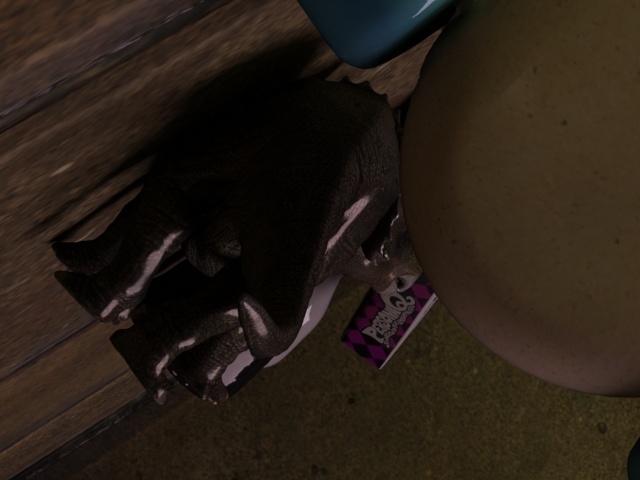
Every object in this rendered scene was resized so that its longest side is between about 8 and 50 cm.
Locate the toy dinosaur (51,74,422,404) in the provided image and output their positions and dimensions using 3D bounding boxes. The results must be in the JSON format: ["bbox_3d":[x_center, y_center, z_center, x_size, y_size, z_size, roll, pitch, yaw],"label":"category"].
[{"bbox_3d":[-0.022,-0.015,0.716,0.160,0.121,0.313,-46,172,0],"label":"toy dinosaur"}]

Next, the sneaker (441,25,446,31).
[{"bbox_3d":[0.159,-0.132,0.798,0.295,0.109,0.123,-31,157,-45],"label":"sneaker"}]

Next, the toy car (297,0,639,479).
[{"bbox_3d":[0.147,-0.057,0.572,0.210,0.219,0.238,-35,178,25],"label":"toy car"}]

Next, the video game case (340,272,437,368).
[{"bbox_3d":[0.119,-0.044,1.209,0.232,0.042,0.210,-47,172,-47],"label":"video game case"}]

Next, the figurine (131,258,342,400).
[{"bbox_3d":[0.000,0.000,1.167,0.209,0.092,0.215,-39,177,12],"label":"figurine"}]
